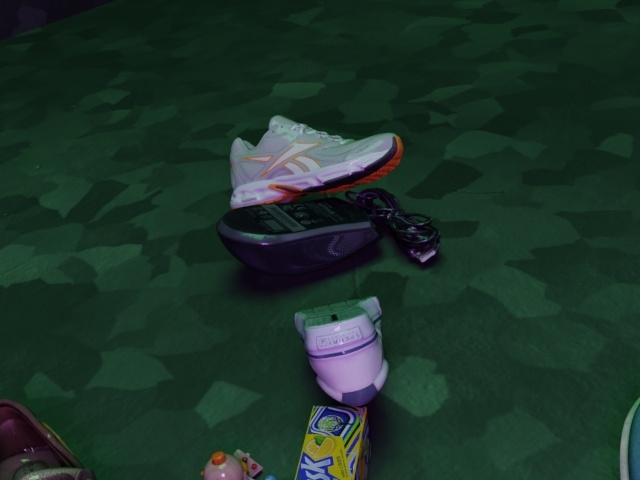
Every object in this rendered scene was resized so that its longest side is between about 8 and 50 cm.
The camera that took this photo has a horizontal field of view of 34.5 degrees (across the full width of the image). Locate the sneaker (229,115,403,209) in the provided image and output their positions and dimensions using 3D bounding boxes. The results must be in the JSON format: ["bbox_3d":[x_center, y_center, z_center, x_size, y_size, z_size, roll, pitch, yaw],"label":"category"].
[{"bbox_3d":[-0.018,-0.119,1.380,0.263,0.121,0.099,-14,-7,25],"label":"sneaker"}]

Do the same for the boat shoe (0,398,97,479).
[{"bbox_3d":[-0.227,0.245,0.856,0.123,0.123,0.342,-21,31,-14],"label":"boat shoe"}]

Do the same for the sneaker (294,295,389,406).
[{"bbox_3d":[0.022,0.113,1.061,0.094,0.091,0.258,-12,2,6],"label":"sneaker"}]

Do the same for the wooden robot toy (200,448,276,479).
[{"bbox_3d":[-0.096,0.225,0.916,0.076,0.079,0.173,2,30,16],"label":"wooden robot toy"}]

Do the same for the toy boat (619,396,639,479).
[{"bbox_3d":[0.405,0.169,0.824,0.318,0.148,0.267,2,30,17],"label":"toy boat"}]

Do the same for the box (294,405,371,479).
[{"bbox_3d":[0.008,0.222,0.916,0.054,0.059,0.169,-2,30,10],"label":"box"}]

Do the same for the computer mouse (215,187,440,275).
[{"bbox_3d":[0.000,0.000,1.312,0.272,0.072,0.188,-6,25,-22],"label":"computer mouse"}]
